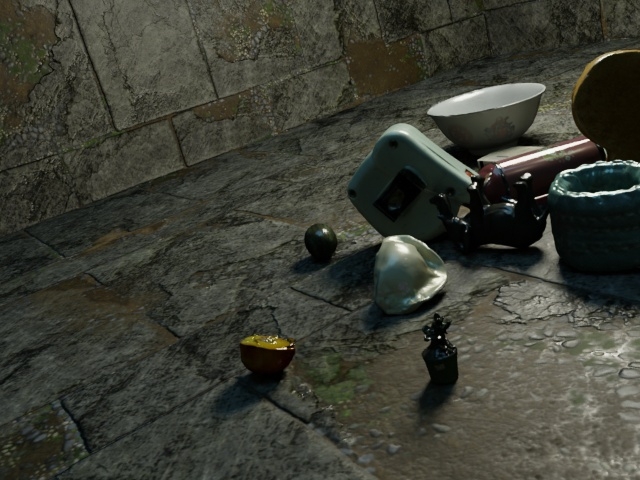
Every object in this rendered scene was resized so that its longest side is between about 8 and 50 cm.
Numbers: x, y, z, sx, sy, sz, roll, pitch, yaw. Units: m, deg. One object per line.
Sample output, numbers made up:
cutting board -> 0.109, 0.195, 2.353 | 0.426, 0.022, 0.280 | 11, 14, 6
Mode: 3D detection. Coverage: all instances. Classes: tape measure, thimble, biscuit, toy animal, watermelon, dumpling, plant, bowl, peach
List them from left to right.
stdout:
peach -> -0.086, 0.187, 1.138 | 0.098, 0.062, 0.098 | 4, 5, 0
watermelon -> 0.000, 0.000, 1.587 | 0.078, 0.078, 0.111 | -16, 12, -3
dumpling -> 0.165, 0.054, 1.268 | 0.134, 0.100, 0.169 | 3, 23, 9
tape measure -> 0.198, -0.111, 1.503 | 0.246, 0.243, 0.125 | -54, -2, 25
plant -> 0.165, 0.147, 0.980 | 0.051, 0.102, 0.051 | -12, 17, 4
toy animal -> 0.323, -0.049, 1.362 | 0.114, 0.146, 0.245 | -27, 24, -35
bowl -> 0.501, -0.348, 2.073 | 0.345, 0.157, 0.345 | -15, 19, 5
thimble -> 0.496, -0.047, 1.220 | 0.198, 0.143, 0.235 | -19, 17, -12
biscuit -> 0.697, -0.250, 1.488 | 0.343, 0.288, 0.057 | 15, 11, 2

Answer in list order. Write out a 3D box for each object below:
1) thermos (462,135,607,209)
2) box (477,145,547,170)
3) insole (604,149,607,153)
thermos -> 0.467, -0.130, 1.570 | 0.330, 0.136, 0.109 | -17, -17, -3
box -> 0.545, -0.214, 1.843 | 0.129, 0.033, 0.247 | -24, 20, -26
insole -> 0.735, -0.232, 1.788 | 0.152, 0.002, 0.053 | -18, 18, -8
